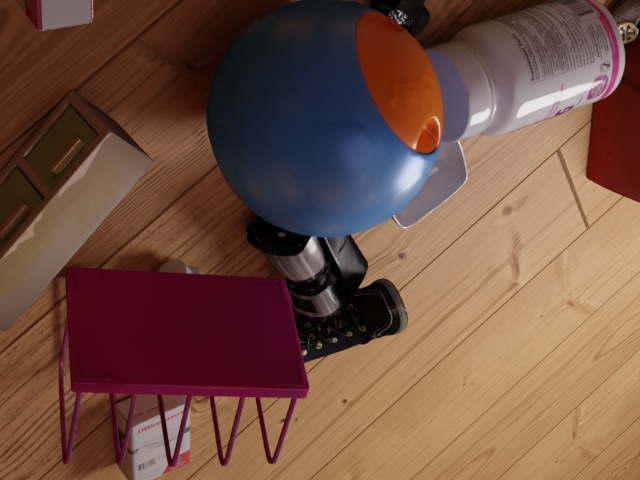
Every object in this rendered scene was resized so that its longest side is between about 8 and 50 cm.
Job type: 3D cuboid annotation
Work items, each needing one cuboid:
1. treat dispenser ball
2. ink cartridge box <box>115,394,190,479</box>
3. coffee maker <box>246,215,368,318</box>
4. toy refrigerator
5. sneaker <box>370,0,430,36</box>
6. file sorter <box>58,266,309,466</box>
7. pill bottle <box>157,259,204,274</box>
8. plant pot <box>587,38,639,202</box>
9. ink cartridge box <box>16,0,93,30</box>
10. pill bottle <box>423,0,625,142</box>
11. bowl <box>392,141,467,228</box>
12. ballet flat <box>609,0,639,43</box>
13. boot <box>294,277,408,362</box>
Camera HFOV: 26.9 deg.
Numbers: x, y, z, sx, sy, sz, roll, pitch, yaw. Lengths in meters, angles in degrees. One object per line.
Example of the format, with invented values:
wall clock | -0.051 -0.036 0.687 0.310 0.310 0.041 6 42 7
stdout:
treat dispenser ball | 0.005 -0.148 1.623 0.288 0.288 0.288 -24 137 -25
ink cartridge box | -0.246 0.283 1.964 0.099 0.056 0.135 -21 136 -28
coffee maker | 0.000 0.000 1.886 0.171 0.120 0.178 -40 142 -8
toy refrigerator | -0.332 -0.036 1.566 0.269 0.102 0.094 -48 142 4
sneaker | 0.087 -0.287 1.767 0.170 0.051 0.089 -49 142 -3
file sorter | -0.189 0.175 1.736 0.291 0.202 0.182 4 130 -16
pill bottle | -0.177 0.074 1.834 0.065 0.065 0.116 -43 141 -4
plant pot | 0.622 -0.188 2.191 0.267 0.236 0.267 -28 139 -21
ink cartridge box | -0.284 -0.295 1.341 0.063 0.150 0.109 -17 134 -26
pill bottle | 0.275 -0.240 1.890 0.283 0.160 0.160 -20 135 -28
bowl | 0.141 -0.102 1.976 0.142 0.053 0.142 -38 142 -10
ballet flat | 0.548 -0.364 2.079 0.250 0.058 0.084 -25 151 -6
boot | 0.016 0.132 1.973 0.179 0.085 0.236 -22 178 -21
